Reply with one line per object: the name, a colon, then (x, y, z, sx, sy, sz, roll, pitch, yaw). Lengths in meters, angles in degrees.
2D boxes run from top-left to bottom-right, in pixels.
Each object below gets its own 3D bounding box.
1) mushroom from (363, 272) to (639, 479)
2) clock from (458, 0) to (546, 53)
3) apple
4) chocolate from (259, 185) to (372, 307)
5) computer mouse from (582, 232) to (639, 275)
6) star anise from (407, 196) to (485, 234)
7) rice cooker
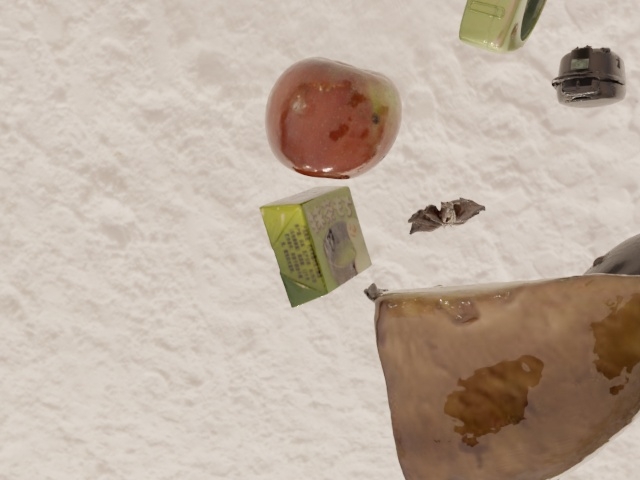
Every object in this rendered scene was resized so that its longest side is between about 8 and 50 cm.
mushroom: (0.288, 0.184, 0.740, 0.397, 0.224, 0.313, -10, 82, 27)
clock: (0.354, -0.462, 1.044, 0.096, 0.308, 0.235, 23, 116, 22)
apple: (0.029, -0.305, 1.460, 0.349, 0.348, 0.277, 13, 109, -4)
chocolate: (0.000, 0.000, 1.622, 0.137, 0.301, 0.288, -12, 99, 34)
computer mouse: (0.610, 0.042, 1.091, 0.100, 0.170, 0.269, 57, 141, -1)
star anise: (0.295, -0.063, 1.401, 0.182, 0.195, 0.065, -12, 83, -1)
rice cooker: (0.595, -0.353, 1.281, 0.142, 0.203, 0.118, 4, 94, 37)
